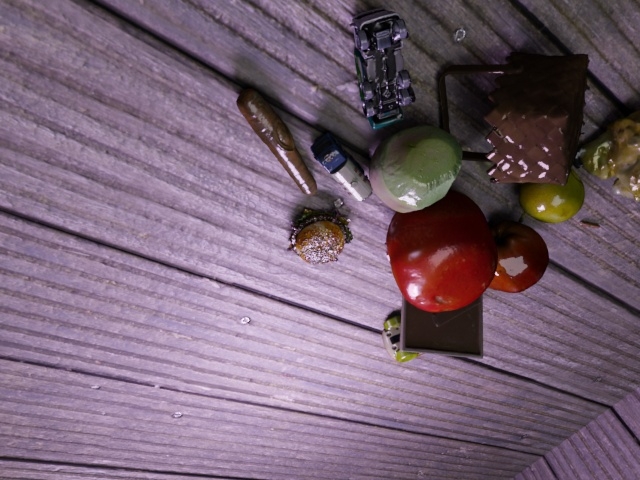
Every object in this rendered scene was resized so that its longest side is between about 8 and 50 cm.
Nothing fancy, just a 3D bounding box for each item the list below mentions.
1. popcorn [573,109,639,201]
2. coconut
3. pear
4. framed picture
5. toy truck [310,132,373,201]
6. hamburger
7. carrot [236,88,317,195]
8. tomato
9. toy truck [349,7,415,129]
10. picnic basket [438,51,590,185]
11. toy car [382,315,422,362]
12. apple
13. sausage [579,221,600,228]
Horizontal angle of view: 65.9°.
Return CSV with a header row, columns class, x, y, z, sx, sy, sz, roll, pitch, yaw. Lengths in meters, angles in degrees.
class,x,y,z,sx,sy,sz,roll,pitch,yaw
popcorn,0.919,-0.231,1.371,0.236,0.293,0.293,-13,134,-33
coconut,0.228,-0.175,1.217,0.204,0.236,0.236,14,124,-6
pear,0.652,-0.123,1.440,0.180,0.166,0.216,6,149,-38
framed picture,0.406,0.254,1.632,0.334,0.248,0.022,10,165,-25
toy truck,0.059,-0.173,1.238,0.074,0.088,0.201,-36,130,14
hamburger,0.004,-0.002,1.357,0.189,0.093,0.164,-2,128,-19
carrot,-0.084,-0.216,1.173,0.070,0.070,0.342,-31,132,8
tomato,0.331,0.026,1.369,0.289,0.293,0.325,-22,123,16
toy truck,0.131,-0.367,1.079,0.113,0.124,0.254,-18,130,-4
picnic basket,0.443,-0.288,1.163,0.320,0.291,0.254,12,142,30
toy car,0.331,0.351,1.746,0.234,0.145,0.235,-16,151,-9
apple,0.575,0.047,1.509,0.233,0.234,0.234,-9,130,-11
sausage,0.907,-0.052,1.664,0.100,0.015,0.015,8,125,-24
